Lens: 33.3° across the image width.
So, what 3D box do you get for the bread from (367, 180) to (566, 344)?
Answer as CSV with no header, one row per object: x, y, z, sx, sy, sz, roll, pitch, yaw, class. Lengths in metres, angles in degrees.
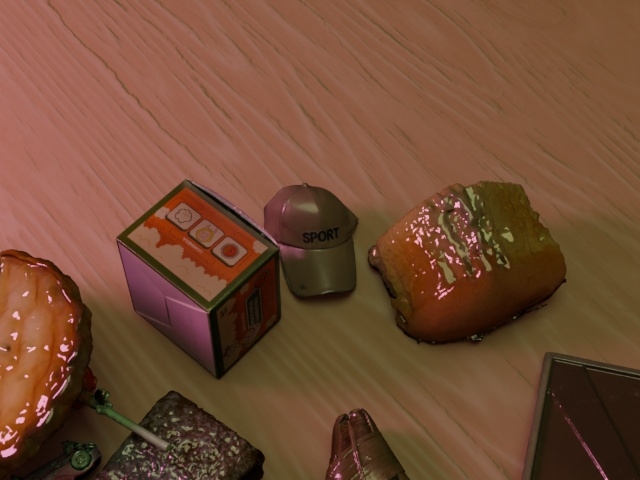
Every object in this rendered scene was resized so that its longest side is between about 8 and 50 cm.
0.213,0.032,1.529,0.262,0.162,0.204,-26,71,-1,bread

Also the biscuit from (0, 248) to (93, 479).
-0.426,0.181,1.407,0.335,0.078,0.329,-48,42,4,biscuit

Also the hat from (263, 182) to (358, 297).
0.000,0.000,1.585,0.147,0.085,0.175,-10,56,-9,hat

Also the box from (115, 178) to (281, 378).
-0.160,0.052,1.479,0.177,0.195,0.148,35,62,21,box

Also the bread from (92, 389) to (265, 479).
-0.243,0.386,1.305,0.165,0.113,0.416,29,59,15,bread

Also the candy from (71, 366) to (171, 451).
-0.284,0.218,1.377,0.288,0.078,0.084,20,57,44,candy

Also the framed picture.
0.387,0.289,1.392,0.241,0.020,0.324,10,45,12,framed picture

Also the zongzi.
0.020,0.315,1.383,0.176,0.078,0.160,-25,55,-13,zongzi

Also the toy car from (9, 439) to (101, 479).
-0.349,0.310,1.385,0.142,0.069,0.055,-30,101,-20,toy car
